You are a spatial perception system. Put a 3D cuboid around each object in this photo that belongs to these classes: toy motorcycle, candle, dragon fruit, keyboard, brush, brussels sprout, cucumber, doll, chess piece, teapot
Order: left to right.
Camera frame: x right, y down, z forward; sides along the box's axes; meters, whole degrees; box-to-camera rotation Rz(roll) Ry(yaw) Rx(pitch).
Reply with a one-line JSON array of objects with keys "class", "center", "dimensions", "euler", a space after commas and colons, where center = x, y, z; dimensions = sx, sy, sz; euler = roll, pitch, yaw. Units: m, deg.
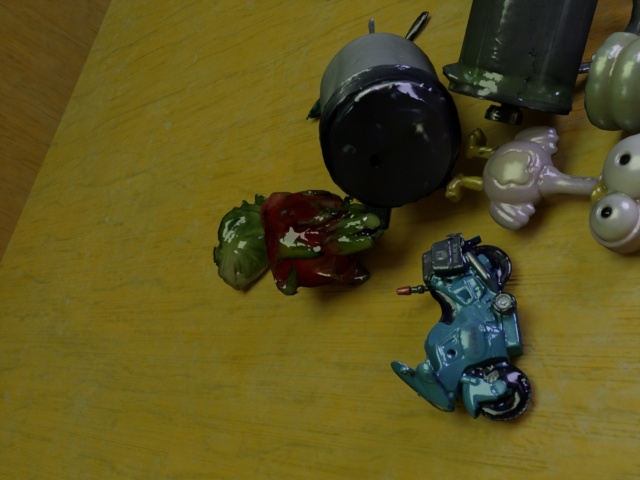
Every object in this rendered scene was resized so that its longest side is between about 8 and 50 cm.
[{"class": "brussels sprout", "center": [-0.148, 0.004, 1.483], "dimensions": [0.139, 0.100, 0.181], "euler": [16, 66, 31]}, {"class": "dragon fruit", "center": [0.012, -0.014, 1.265], "dimensions": [0.269, 0.198, 0.200], "euler": [-23, 24, 35]}, {"class": "cucumber", "center": [0.025, -0.295, 1.535], "dimensions": [0.155, 0.037, 0.037], "euler": [-28, 47, 32]}, {"class": "keyboard", "center": [0.107, -0.085, 1.326], "dimensions": [0.053, 0.010, 0.155], "euler": [-15, 55, 42]}, {"class": "candle", "center": [0.106, -0.213, 1.226], "dimensions": [0.221, 0.221, 0.342], "euler": [-40, 24, 22]}, {"class": "brush", "center": [0.152, -0.370, 1.462], "dimensions": [0.193, 0.016, 0.063], "euler": [-54, 39, 6]}, {"class": "toy motorcycle", "center": [0.186, 0.122, 1.027], "dimensions": [0.182, 0.123, 0.272], "euler": [-10, 58, 18]}, {"class": "teapot", "center": [0.330, -0.330, 1.062], "dimensions": [0.200, 0.270, 0.337], "euler": [-113, 34, -71]}, {"class": "doll", "center": [0.339, -0.076, 1.003], "dimensions": [0.365, 0.094, 0.160], "euler": [17, 81, 52]}, {"class": "chess piece", "center": [0.467, -0.180, 0.912], "dimensions": [0.243, 0.133, 0.133], "euler": [24, 84, 45]}]
